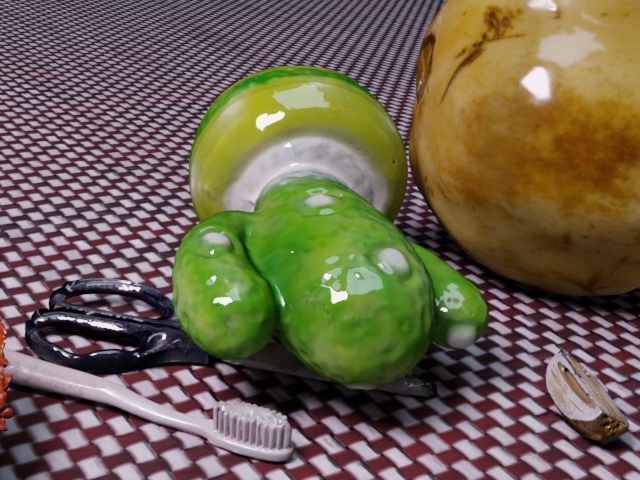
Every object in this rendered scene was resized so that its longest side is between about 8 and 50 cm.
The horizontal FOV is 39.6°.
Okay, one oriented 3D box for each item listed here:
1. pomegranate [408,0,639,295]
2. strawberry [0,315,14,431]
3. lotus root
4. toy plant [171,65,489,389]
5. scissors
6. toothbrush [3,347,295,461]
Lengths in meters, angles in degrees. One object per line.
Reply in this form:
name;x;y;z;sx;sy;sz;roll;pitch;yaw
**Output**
pomegranate;0.238;-0.113;0.800;0.333;0.332;0.332;5;24;-2
strawberry;-0.253;0.111;0.415;0.188;0.106;0.286;36;20;-3
lotus root;0.183;0.112;0.622;0.037;0.030;0.083;32;19;-22
toy plant;0.000;0.000;0.672;0.224;0.184;0.316;12;29;-15
scissors;-0.063;0.079;0.648;0.300;0.022;0.109;10;28;7
toothbrush;-0.161;0.091;0.583;0.307;0.029;0.025;12;28;14
